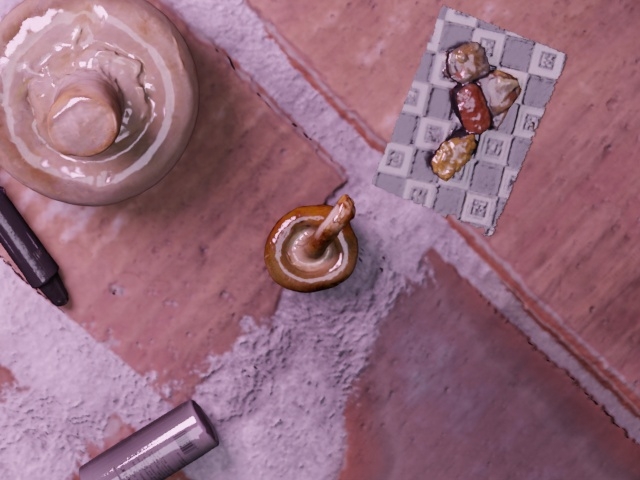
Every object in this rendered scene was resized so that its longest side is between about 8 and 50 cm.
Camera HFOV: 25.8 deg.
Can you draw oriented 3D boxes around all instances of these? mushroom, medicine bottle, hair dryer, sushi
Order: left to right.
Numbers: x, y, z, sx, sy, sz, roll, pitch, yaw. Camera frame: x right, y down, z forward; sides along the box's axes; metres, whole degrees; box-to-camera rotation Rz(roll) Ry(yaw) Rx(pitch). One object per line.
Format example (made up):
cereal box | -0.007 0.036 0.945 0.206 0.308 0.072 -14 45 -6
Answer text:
hair dryer | -0.332 -0.029 1.354 0.114 0.070 0.248 -31 109 1
mushroom | -0.211 -0.126 1.260 0.207 0.215 0.207 -2 105 -6
medicine bottle | -0.199 0.234 1.406 0.199 0.057 0.057 -33 101 2
mushroom | 0.005 -0.004 1.364 0.088 0.073 0.129 46 129 3
sushi | 0.148 -0.114 1.380 0.139 0.031 0.201 20 98 -8
